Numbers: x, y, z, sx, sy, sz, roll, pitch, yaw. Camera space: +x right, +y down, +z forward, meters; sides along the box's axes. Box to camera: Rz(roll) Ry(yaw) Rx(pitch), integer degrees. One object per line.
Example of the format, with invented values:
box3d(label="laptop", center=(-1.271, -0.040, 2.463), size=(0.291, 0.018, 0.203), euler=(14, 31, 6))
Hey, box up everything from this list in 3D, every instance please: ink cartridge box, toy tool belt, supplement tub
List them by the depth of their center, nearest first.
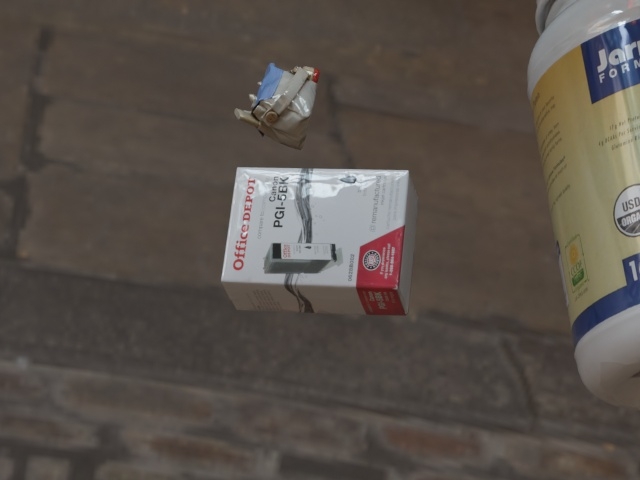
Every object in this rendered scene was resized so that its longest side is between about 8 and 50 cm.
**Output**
box3d(label="toy tool belt", center=(-0.030, -0.100, 1.167), size=(0.051, 0.052, 0.083), euler=(14, 35, -3))
box3d(label="supplement tub", center=(0.270, -0.057, 1.195), size=(0.228, 0.228, 0.316), euler=(1, 67, -22))
box3d(label="ink cartridge box", center=(0.000, 0.000, 1.272), size=(0.135, 0.099, 0.056), euler=(1, -23, 12))
